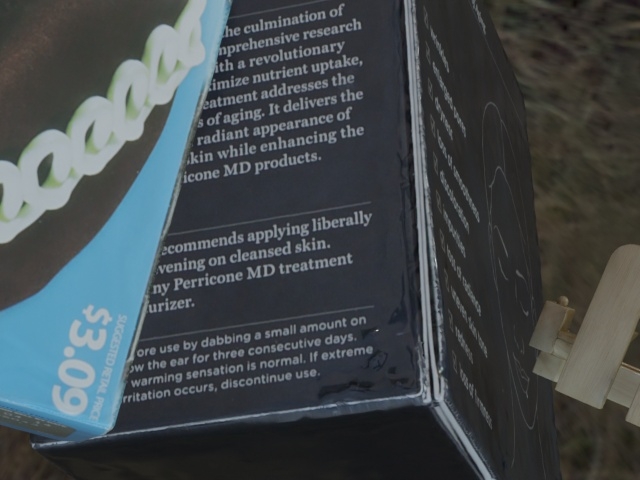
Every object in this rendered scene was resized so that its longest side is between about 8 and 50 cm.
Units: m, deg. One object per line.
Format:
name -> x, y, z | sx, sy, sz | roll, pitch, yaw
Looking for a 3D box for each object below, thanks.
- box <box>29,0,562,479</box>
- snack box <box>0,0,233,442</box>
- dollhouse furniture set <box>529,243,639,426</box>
box -> 0.000, 0.000, 1.507 | 0.297, 0.480, 0.471 | -8, 64, 15
snack box -> -0.097, -0.132, 0.439 | 0.187, 0.060, 0.322 | 16, 78, -11
dollhouse furniture set -> 0.226, 0.056, 1.276 | 0.144, 0.151, 0.123 | 23, 94, 18
